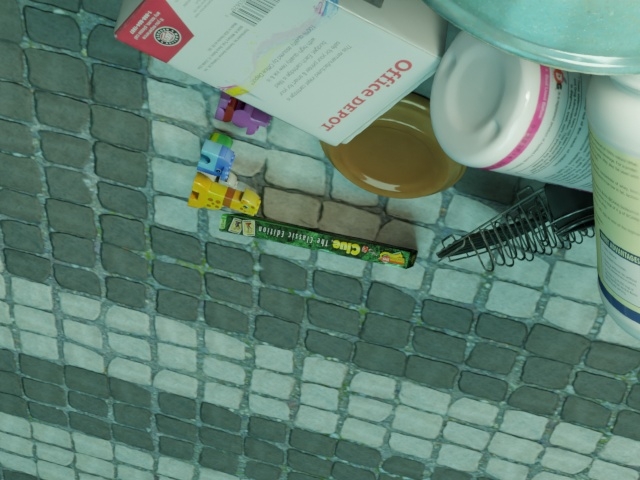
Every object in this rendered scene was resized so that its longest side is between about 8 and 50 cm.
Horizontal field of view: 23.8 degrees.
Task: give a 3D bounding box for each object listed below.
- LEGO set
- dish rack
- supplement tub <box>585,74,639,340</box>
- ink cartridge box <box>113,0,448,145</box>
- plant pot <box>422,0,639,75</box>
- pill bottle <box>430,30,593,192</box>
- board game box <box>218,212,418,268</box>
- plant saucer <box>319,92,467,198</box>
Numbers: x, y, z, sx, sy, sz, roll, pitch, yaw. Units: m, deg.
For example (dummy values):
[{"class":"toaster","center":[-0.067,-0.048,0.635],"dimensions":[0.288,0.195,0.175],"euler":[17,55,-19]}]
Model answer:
[{"class":"LEGO set","center":[-0.116,-0.090,2.024],"dimensions":[0.093,0.087,0.227],"euler":[20,146,-2]},{"class":"dish rack","center":[0.281,-0.020,1.867],"dimensions":[0.208,0.074,0.271],"euler":[-12,166,-39]},{"class":"supplement tub","center":[0.384,-0.074,1.500],"dimensions":[0.235,0.235,0.325],"euler":[3,125,20]},{"class":"ink cartridge box","center":[-0.042,-0.257,1.694],"dimensions":[0.306,0.131,0.226],"euler":[24,146,-25]},{"class":"plant pot","center":[0.250,-0.375,1.287],"dimensions":[0.341,0.341,0.334],"euler":[18,138,0]},{"class":"pill bottle","center":[0.274,-0.138,1.653],"dimensions":[0.283,0.160,0.160],"euler":[9,154,-34]},{"class":"board game box","center":[0.000,0.000,2.084],"dimensions":[0.260,0.030,0.136],"euler":[12,-175,9]},{"class":"plant saucer","center":[0.091,-0.116,1.941],"dimensions":[0.200,0.037,0.200],"euler":[12,145,9]}]
